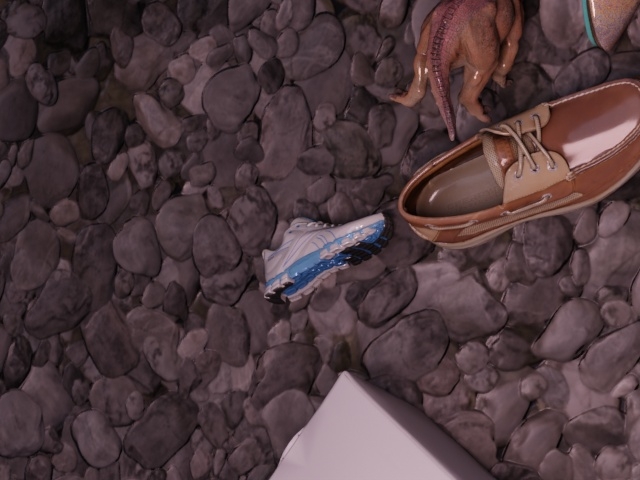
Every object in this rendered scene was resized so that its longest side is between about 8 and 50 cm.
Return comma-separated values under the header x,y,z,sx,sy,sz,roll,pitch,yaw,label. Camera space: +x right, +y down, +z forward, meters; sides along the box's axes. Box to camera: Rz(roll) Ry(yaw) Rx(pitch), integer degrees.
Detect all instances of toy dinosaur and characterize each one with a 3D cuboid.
x,y,z,sx,sy,sz,roll,pitch,yaw,label
0.171,-0.250,2.023,0.127,0.295,0.200,26,139,10,toy dinosaur

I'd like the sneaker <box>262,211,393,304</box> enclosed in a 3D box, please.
x,y,z,sx,sy,sz,roll,pitch,yaw,label
0.000,0.000,2.186,0.191,0.071,0.083,-28,62,27,sneaker

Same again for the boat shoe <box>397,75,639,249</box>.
x,y,z,sx,sy,sz,roll,pitch,yaw,label
0.227,-0.083,2.017,0.324,0.116,0.123,-31,67,26,boat shoe

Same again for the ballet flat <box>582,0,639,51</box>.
x,y,z,sx,sy,sz,roll,pitch,yaw,label
0.337,-0.366,2.001,0.106,0.107,0.316,-6,81,25,ballet flat

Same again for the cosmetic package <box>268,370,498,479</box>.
x,y,z,sx,sy,sz,roll,pitch,yaw,label
0.109,0.337,1.949,0.217,0.156,0.385,-54,43,8,cosmetic package
